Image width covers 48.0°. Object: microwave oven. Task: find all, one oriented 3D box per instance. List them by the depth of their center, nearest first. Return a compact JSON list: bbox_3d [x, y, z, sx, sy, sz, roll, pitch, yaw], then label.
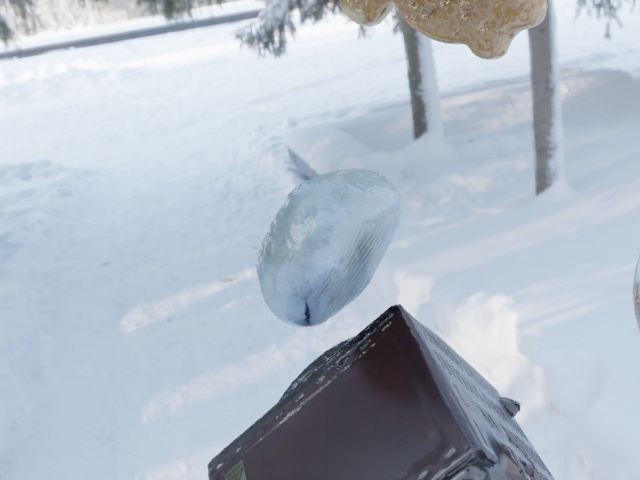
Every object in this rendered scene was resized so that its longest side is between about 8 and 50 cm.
[{"bbox_3d":[0.051,0.207,0.597,0.247,0.178,0.188,-42,30,10],"label":"microwave oven"}]

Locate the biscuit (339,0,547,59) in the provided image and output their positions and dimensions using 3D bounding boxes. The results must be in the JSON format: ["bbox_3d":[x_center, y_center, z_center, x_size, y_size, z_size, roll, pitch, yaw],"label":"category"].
[{"bbox_3d":[0.059,-0.194,0.442,0.184,0.133,0.027,24,30,28],"label":"biscuit"}]

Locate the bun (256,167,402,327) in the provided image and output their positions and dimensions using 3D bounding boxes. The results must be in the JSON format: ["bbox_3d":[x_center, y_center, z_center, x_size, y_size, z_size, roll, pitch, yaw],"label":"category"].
[{"bbox_3d":[0.000,0.000,0.577,0.083,0.141,0.141,35,37,18],"label":"bun"}]

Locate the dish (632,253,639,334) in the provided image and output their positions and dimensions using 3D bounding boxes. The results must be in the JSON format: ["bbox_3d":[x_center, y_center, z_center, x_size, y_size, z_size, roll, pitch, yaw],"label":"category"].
[{"bbox_3d":[0.441,0.103,0.816,0.273,0.273,0.134,-20,-13,-29],"label":"dish"}]
